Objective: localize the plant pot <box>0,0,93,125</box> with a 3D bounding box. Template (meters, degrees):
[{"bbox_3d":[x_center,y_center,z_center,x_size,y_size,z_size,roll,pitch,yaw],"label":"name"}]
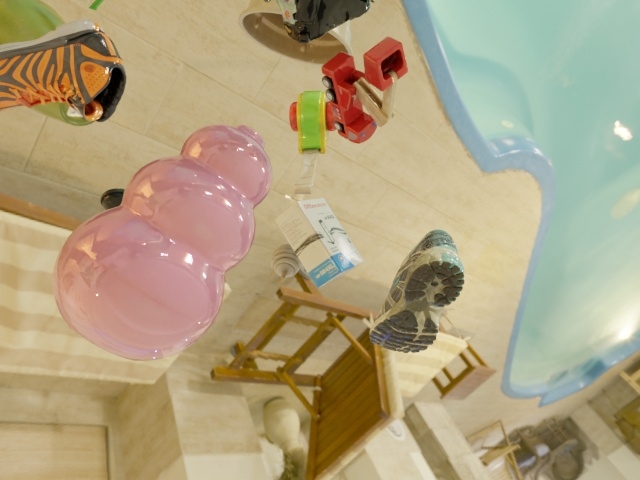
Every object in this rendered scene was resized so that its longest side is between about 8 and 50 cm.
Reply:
[{"bbox_3d":[-0.721,-0.447,1.143,0.275,0.293,0.275,-46,167,-14],"label":"plant pot"}]

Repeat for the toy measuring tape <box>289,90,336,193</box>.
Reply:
[{"bbox_3d":[-0.023,-0.247,0.951,0.121,0.330,0.121,5,137,5],"label":"toy measuring tape"}]

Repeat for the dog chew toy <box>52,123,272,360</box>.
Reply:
[{"bbox_3d":[-0.184,-0.014,0.566,0.332,0.207,0.206,-57,139,-12],"label":"dog chew toy"}]

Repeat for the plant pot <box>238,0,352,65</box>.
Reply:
[{"bbox_3d":[-0.033,-0.714,1.201,0.334,0.334,0.305,11,96,-38],"label":"plant pot"}]

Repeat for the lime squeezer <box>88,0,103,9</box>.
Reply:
[{"bbox_3d":[-0.513,-0.741,1.091,0.110,0.059,0.310,20,120,-9],"label":"lime squeezer"}]

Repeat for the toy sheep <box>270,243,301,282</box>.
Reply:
[{"bbox_3d":[-0.093,0.059,1.124,0.091,0.132,0.091,-2,130,-2],"label":"toy sheep"}]

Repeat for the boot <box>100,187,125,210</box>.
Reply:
[{"bbox_3d":[-0.492,-0.014,1.159,0.094,0.207,0.246,-38,128,16],"label":"boot"}]

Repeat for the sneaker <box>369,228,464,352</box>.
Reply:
[{"bbox_3d":[0.175,0.099,0.767,0.110,0.122,0.283,20,133,-3],"label":"sneaker"}]

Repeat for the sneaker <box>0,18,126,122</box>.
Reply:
[{"bbox_3d":[-0.557,-0.310,0.874,0.321,0.180,0.124,-32,176,-6],"label":"sneaker"}]

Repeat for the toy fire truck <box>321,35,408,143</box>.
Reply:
[{"bbox_3d":[0.066,-0.208,0.620,0.047,0.135,0.192,-42,146,-13],"label":"toy fire truck"}]

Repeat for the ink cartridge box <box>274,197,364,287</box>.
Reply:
[{"bbox_3d":[0.000,0.000,1.058,0.086,0.203,0.148,-36,172,27],"label":"ink cartridge box"}]

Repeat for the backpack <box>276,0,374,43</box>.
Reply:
[{"bbox_3d":[-0.014,-0.379,0.560,0.152,0.115,0.182,-38,137,-16],"label":"backpack"}]
